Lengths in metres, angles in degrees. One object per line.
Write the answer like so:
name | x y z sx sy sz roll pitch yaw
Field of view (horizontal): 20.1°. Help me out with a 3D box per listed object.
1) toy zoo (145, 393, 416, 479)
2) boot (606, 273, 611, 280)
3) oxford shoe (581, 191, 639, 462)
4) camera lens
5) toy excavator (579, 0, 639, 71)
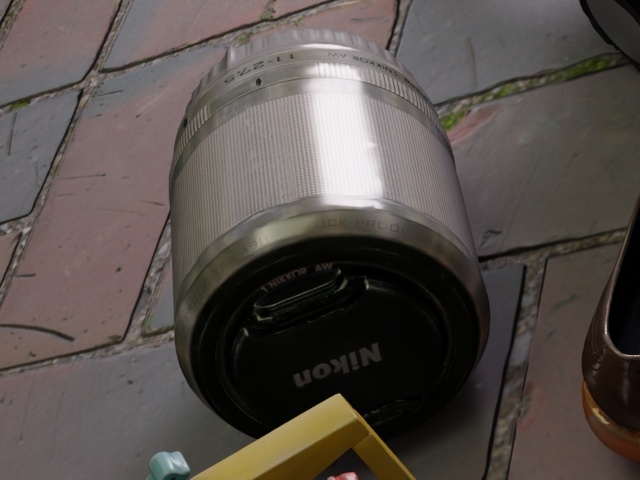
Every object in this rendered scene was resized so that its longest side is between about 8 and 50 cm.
toy zoo | -0.006 0.212 1.032 0.192 0.293 0.030 -39 35 0
boot | 0.238 0.008 1.254 0.087 0.042 0.118 -33 36 11
oxford shoe | 0.279 -0.033 1.155 0.130 0.133 0.364 20 66 24
camera lens | 0.000 0.000 1.324 0.219 0.219 0.274 -28 36 16
toy excavator | 0.206 -0.339 1.480 0.222 0.433 0.445 -42 63 -4
